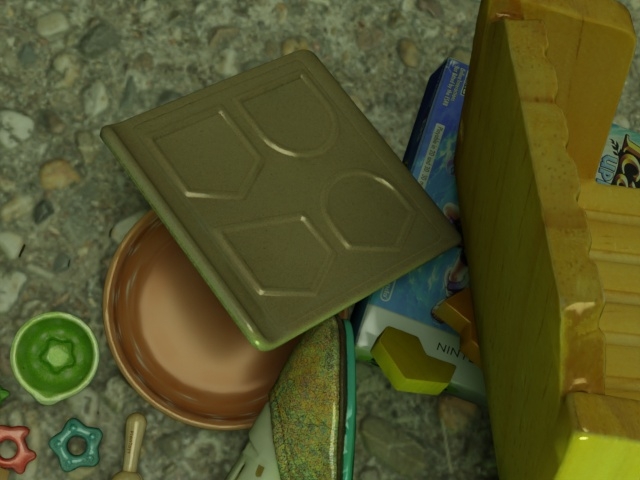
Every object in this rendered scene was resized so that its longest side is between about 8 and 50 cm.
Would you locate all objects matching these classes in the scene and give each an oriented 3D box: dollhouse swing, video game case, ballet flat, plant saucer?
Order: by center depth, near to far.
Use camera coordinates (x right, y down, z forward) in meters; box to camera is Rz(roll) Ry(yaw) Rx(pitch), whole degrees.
[{"bbox_3d":[0.268,0.029,0.869,0.305,0.315,0.347,-2,56,-3],"label":"dollhouse swing"},{"bbox_3d":[-0.021,0.228,0.951,0.123,0.123,0.349,-4,91,-12],"label":"ballet flat"},{"bbox_3d":[-0.077,0.055,1.026,0.200,0.037,0.200,2,78,-11],"label":"plant saucer"},{"bbox_3d":[0.175,0.011,1.074,0.244,0.061,0.270,21,76,-8],"label":"video game case"}]

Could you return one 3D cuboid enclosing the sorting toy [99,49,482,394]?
[{"bbox_3d":[0.000,0.000,0.961,0.229,0.041,0.307,-26,71,-37],"label":"sorting toy"}]

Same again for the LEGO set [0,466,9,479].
[{"bbox_3d":[-0.381,0.140,0.935,0.287,0.107,0.132,-2,114,-16],"label":"LEGO set"}]

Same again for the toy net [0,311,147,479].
[{"bbox_3d":[-0.183,0.173,0.974,0.122,0.045,0.232,-33,89,-10],"label":"toy net"}]
